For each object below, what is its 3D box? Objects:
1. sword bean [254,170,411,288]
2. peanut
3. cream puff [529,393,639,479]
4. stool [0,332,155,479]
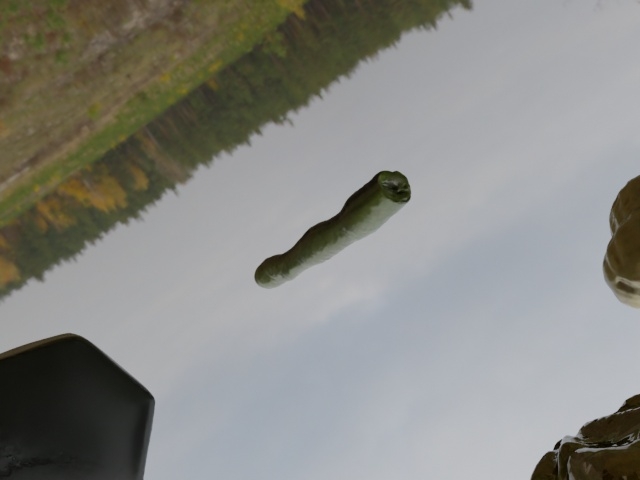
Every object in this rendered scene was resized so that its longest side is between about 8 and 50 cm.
[{"bbox_3d":[0.000,0.000,0.828,0.269,0.038,0.043,-34,-153,54],"label":"sword bean"},{"bbox_3d":[0.397,-0.005,0.972,0.124,0.123,0.256,-28,-168,33],"label":"peanut"},{"bbox_3d":[0.277,0.268,0.632,0.378,0.276,0.378,-50,153,-37],"label":"cream puff"},{"bbox_3d":[-0.309,0.221,0.962,0.232,0.232,0.141,-38,-172,-19],"label":"stool"}]
